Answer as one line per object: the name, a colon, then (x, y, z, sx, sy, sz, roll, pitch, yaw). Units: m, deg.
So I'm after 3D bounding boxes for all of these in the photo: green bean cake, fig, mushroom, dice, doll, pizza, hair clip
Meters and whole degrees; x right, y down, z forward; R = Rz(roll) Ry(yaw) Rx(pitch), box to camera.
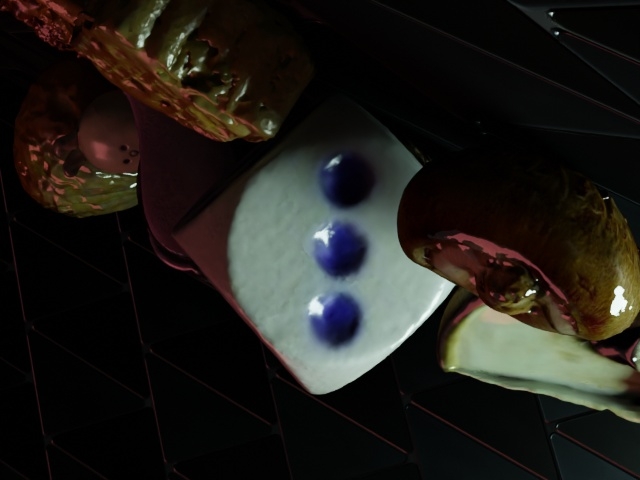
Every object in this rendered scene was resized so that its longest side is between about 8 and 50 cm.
green bean cake: (-0.137, -0.197, 1.326, 0.224, 0.131, 0.229, 33, 174, -17)
fig: (-0.300, -0.130, 2.043, 0.368, 0.286, 0.286, 35, 177, 16)
mushroom: (0.198, 0.004, 1.256, 0.253, 0.153, 0.253, 30, 173, 4)
dice: (0.000, 0.000, 1.473, 0.251, 0.259, 0.243, 49, 173, -11)
mushroom: (0.310, 0.079, 1.550, 0.292, 0.212, 0.217, 23, 135, 20)
doll: (-0.250, -0.167, 1.890, 0.155, 0.274, 0.113, 82, 174, -51)
pizza: (-0.367, -0.314, 1.826, 0.289, 0.081, 0.228, 31, 176, -36)
hair clip: (-0.184, -0.136, 1.575, 0.095, 0.110, 0.359, -27, 84, 54)

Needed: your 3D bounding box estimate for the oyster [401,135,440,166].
oyster: (0.158, -0.055, 1.466, 0.177, 0.056, 0.105, 42, 167, 1)

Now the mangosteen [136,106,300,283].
mangosteen: (-0.108, -0.076, 1.736, 0.288, 0.288, 0.288, 30, 175, 3)
